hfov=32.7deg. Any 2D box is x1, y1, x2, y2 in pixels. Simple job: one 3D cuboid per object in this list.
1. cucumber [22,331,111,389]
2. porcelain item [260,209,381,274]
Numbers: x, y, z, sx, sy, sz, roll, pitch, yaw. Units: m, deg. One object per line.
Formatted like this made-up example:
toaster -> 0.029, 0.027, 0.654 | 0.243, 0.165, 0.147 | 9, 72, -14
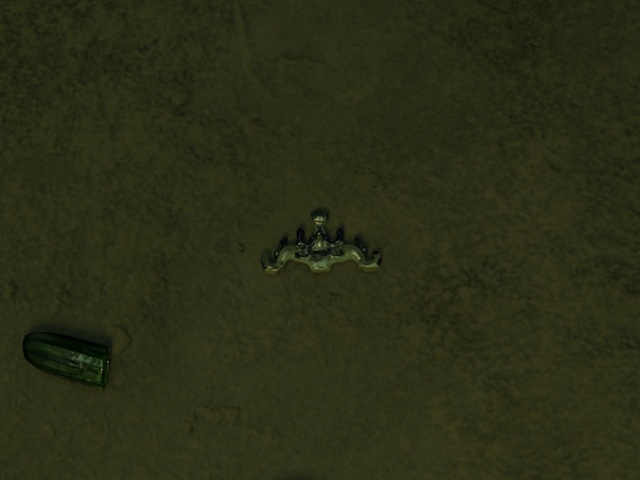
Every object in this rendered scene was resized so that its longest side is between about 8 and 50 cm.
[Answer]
cucumber -> -0.277, 0.125, 1.179 | 0.105, 0.048, 0.048 | 15, 74, 5
porcelain item -> 0.000, 0.000, 1.232 | 0.136, 0.021, 0.075 | -2, 69, -1
